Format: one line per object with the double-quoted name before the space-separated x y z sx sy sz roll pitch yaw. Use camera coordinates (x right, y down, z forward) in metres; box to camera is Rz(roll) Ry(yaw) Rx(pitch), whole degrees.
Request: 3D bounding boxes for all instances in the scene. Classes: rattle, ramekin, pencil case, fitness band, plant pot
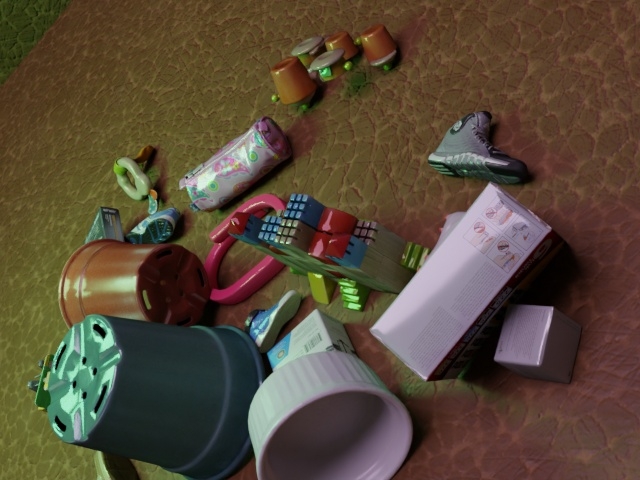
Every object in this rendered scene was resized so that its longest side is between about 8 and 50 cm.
"rattle" -0.464 -0.167 2.557 0.200 0.143 0.130 28 121 34
"ramekin" 0.007 0.325 1.615 0.277 0.277 0.135 -49 35 11
"pencil case" -0.205 -0.178 2.237 0.284 0.124 0.124 -32 48 27
"fitness band" -0.168 0.023 2.135 0.291 0.054 0.209 -40 47 22
"plant pot" -0.346 0.304 1.893 0.341 0.334 0.341 -21 59 41
"plant pot" -0.414 0.117 2.146 0.265 0.272 0.272 -8 62 44

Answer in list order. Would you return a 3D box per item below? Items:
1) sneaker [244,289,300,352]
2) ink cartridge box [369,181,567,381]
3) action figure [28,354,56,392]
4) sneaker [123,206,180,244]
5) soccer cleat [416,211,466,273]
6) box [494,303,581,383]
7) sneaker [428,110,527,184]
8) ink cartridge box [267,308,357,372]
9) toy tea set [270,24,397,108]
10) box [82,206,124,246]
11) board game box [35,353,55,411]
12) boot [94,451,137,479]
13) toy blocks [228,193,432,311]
"sneaker" -0.109 0.156 1.986 0.085 0.058 0.152 39 103 41
"ink cartridge box" 0.262 0.078 1.565 0.130 0.272 0.309 41 100 21
"action figure" -0.611 0.305 2.373 0.285 0.099 0.185 -28 45 27
"sneaker" -0.437 -0.020 2.422 0.211 0.080 0.081 -24 24 38
"soccer cleat" 0.236 0.036 1.710 0.076 0.068 0.196 13 74 45
"box" 0.349 0.165 1.490 0.087 0.101 0.101 2 69 45
"sneaker" 0.309 -0.185 1.755 0.229 0.086 0.132 15 75 49
"ink cartridge box" -0.002 0.260 1.796 0.148 0.086 0.203 -42 44 18
"toy tea set" 0.034 -0.394 2.161 0.336 0.124 0.200 3 40 49
"box" -0.587 0.054 2.475 0.231 0.056 0.183 -59 37 31
"board game box" -0.535 0.356 2.138 0.039 0.259 0.124 -16 56 39
"boot" -0.490 0.605 2.077 0.203 0.095 0.262 -49 46 13
"toy blocks" 0.000 0.000 1.816 0.381 0.261 0.190 9 73 47
